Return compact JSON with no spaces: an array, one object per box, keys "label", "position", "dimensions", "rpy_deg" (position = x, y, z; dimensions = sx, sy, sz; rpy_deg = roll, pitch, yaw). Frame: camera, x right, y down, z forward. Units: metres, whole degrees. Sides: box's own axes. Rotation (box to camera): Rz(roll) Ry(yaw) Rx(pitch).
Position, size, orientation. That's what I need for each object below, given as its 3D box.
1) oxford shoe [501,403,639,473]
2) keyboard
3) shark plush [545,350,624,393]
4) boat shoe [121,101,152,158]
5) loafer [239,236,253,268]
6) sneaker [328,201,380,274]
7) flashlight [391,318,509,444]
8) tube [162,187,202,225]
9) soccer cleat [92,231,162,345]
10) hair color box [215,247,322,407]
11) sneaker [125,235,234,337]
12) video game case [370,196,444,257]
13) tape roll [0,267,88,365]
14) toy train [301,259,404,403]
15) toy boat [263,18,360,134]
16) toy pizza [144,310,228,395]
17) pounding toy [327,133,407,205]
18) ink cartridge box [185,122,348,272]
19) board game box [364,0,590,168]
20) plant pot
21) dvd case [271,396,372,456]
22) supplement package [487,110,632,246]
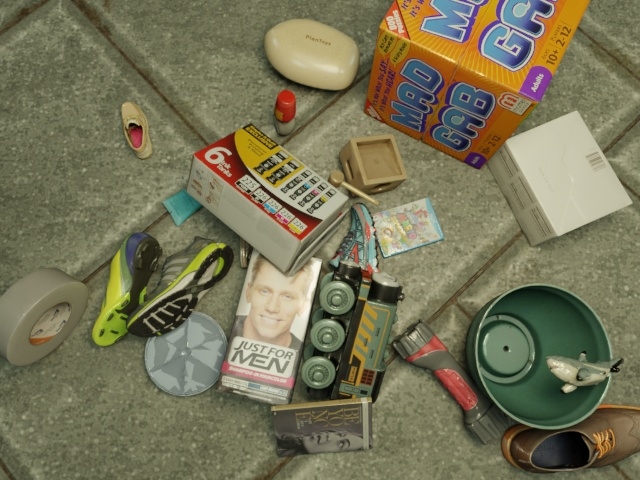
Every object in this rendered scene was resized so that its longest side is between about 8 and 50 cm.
[{"label":"oxford shoe","position":[0.608,0.457,1.012],"dimensions":[0.364,0.132,0.129],"rpy_deg":[-13,78,-3]},{"label":"keyboard","position":[0.000,0.000,1.067],"dimensions":[0.014,0.072,0.256],"rpy_deg":[33,39,10]},{"label":"shark plush","position":[0.538,0.248,0.904],"dimensions":[0.161,0.073,0.067],"rpy_deg":[-14,51,-2]},{"label":"boat shoe","position":[-0.498,-0.305,1.214],"dimensions":[0.063,0.059,0.170],"rpy_deg":[-22,79,-5]},{"label":"loafer","position":[-0.187,0.009,1.156],"dimensions":[0.039,0.045,0.125],"rpy_deg":[-3,75,-8]},{"label":"sneaker","position":[0.081,0.032,1.120],"dimensions":[0.125,0.104,0.261],"rpy_deg":[-4,78,1]},{"label":"flashlight","position":[0.301,0.331,1.059],"dimensions":[0.103,0.103,0.304],"rpy_deg":[-41,81,18]},{"label":"tube","position":[-0.310,-0.129,1.185],"dimensions":[0.207,0.052,0.080],"rpy_deg":[-35,74,-3]},{"label":"soccer cleat","position":[-0.489,0.116,1.123],"dimensions":[0.121,0.093,0.289],"rpy_deg":[16,81,34]},{"label":"hair color box","position":[-0.115,0.199,1.082],"dimensions":[0.174,0.105,0.347],"rpy_deg":[12,77,2]},{"label":"sneaker","position":[-0.350,0.108,1.101],"dimensions":[0.121,0.111,0.300],"rpy_deg":[28,63,37]},{"label":"video game case","position":[0.224,-0.034,1.179],"dimensions":[0.167,0.015,0.119],"rpy_deg":[-17,78,-4]},{"label":"tape roll","position":[-0.640,0.172,1.029],"dimensions":[0.072,0.219,0.219],"rpy_deg":[29,79,7]},{"label":"toy train","position":[0.071,0.214,1.033],"dimensions":[0.190,0.142,0.333],"rpy_deg":[13,98,-1]},{"label":"toy boat","position":[-0.051,-0.440,1.216],"dimensions":[0.268,0.148,0.318],"rpy_deg":[22,71,0]},{"label":"toy pizza","position":[-0.324,0.273,1.103],"dimensions":[0.202,0.032,0.201],"rpy_deg":[0,78,-1]},{"label":"pounding toy","position":[0.103,-0.159,1.144],"dimensions":[0.206,0.094,0.180],"rpy_deg":[-11,78,-23]},{"label":"ink cartridge box","position":[-0.107,-0.125,1.081],"dimensions":[0.309,0.130,0.272],"rpy_deg":[38,47,7]},{"label":"board game box","position":[0.358,-0.459,1.096],"dimensions":[0.357,0.356,0.356],"rpy_deg":[28,79,7]},{"label":"plant pot","position":[0.455,0.250,1.022],"dimensions":[0.293,0.196,0.292],"rpy_deg":[1,80,-4]},{"label":"dvd case","position":[0.007,0.426,1.024],"dimensions":[0.222,0.018,0.164],"rpy_deg":[-5,120,-2]},{"label":"supplement package","position":[0.587,-0.150,1.138],"dimensions":[0.204,0.145,0.261],"rpy_deg":[-23,79,-4]}]
